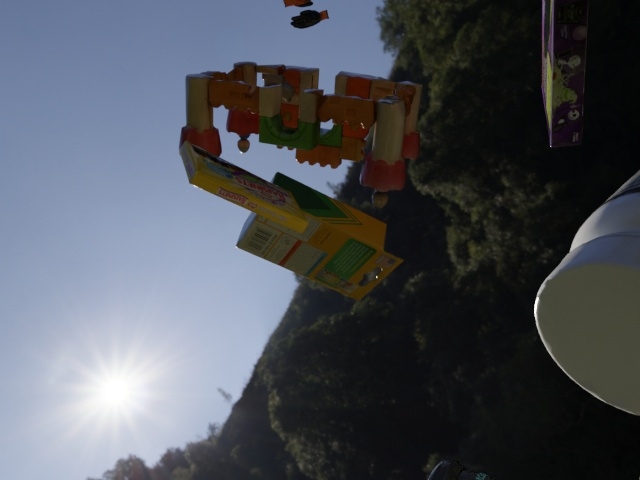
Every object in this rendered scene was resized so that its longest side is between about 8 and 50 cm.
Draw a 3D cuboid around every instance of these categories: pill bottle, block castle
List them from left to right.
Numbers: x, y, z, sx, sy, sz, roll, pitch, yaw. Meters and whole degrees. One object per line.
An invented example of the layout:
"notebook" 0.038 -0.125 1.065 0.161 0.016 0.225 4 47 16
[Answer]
"block castle" -0.029 -0.225 1.151 0.303 0.454 0.212 -55 -28 -61
"pill bottle" 0.318 0.008 0.469 0.283 0.161 0.161 -33 -31 -30

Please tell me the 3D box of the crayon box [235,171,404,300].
"crayon box" 0.000 0.000 1.252 0.203 0.323 0.083 -49 21 47

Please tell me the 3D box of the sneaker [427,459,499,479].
"sneaker" 0.140 0.367 0.559 0.101 0.106 0.267 32 -113 -57

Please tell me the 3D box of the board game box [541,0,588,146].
"board game box" 0.332 -0.330 0.769 0.208 0.056 0.346 -76 -24 -48

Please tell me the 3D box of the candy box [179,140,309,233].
"candy box" -0.117 -0.081 0.870 0.206 0.105 0.027 24 -66 -35

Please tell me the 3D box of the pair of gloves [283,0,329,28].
"pair of gloves" -0.027 -0.437 1.058 0.074 0.083 0.010 -17 -20 1
